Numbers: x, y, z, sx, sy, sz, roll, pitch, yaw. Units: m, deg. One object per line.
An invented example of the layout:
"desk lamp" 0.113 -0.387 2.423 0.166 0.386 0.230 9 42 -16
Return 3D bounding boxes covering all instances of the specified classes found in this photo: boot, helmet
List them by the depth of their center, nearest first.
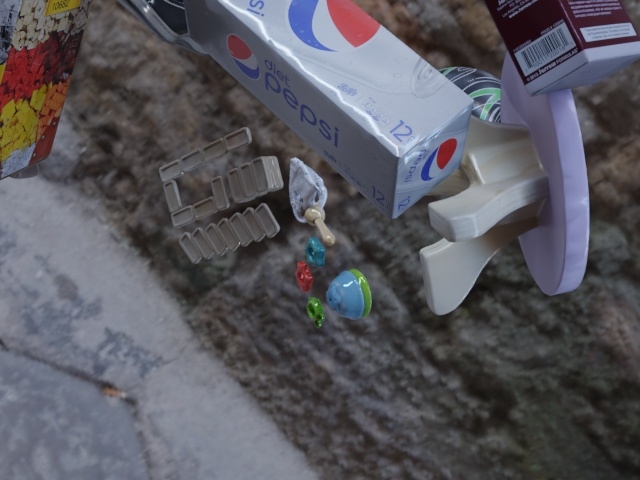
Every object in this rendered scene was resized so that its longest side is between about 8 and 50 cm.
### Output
"helmet" 0.182 -0.149 1.497 0.169 0.169 0.161 27 78 -30
"boot" -0.174 -0.445 1.797 0.138 0.284 0.377 45 10 12

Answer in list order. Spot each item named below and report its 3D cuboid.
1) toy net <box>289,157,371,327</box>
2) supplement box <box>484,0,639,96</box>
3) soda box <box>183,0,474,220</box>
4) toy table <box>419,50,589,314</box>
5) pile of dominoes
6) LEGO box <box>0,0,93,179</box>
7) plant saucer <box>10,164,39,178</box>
"toy net" 0.000 0.000 1.553 0.045 0.122 0.232 -13 87 -27
"supplement box" 0.203 -0.262 1.074 0.130 0.073 0.239 -16 80 -49
"soda box" 0.000 -0.155 1.004 0.091 0.098 0.286 -37 65 -21
"toy table" 0.172 -0.062 1.198 0.161 0.252 0.274 -12 96 -8
"pile of dominoes" -0.169 -0.074 2.001 0.040 0.251 0.196 -6 79 -50
"LEGO box" -0.530 -0.340 1.358 0.500 0.372 0.193 26 25 9
"plant saucer" -0.493 -0.149 1.701 0.168 0.168 0.029 46 68 -13
